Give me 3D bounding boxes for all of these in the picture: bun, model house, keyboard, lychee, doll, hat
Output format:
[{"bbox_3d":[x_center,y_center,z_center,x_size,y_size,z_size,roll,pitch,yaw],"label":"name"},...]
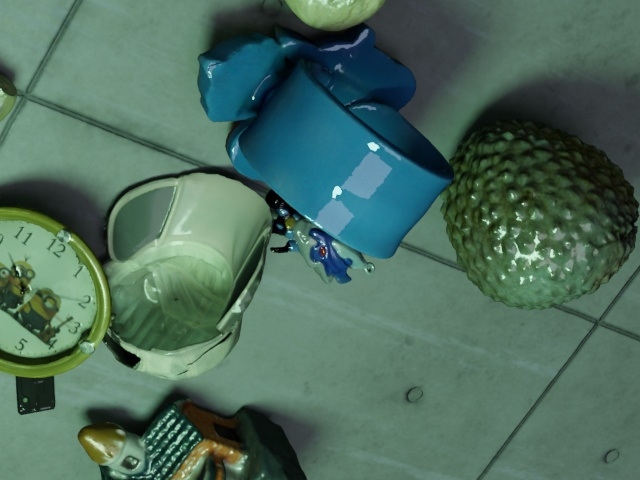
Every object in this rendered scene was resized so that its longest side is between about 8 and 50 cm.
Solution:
[{"bbox_3d":[0.025,-0.332,1.633,0.164,0.111,0.188,17,118,-28],"label":"bun"},{"bbox_3d":[-0.213,0.351,1.953,0.301,0.190,0.271,32,108,-35],"label":"model house"},{"bbox_3d":[-0.383,0.170,1.871,0.053,0.010,0.155,-7,125,-19],"label":"keyboard"},{"bbox_3d":[0.292,-0.037,1.860,0.255,0.255,0.274,-30,106,-1],"label":"lychee"},{"bbox_3d":[0.000,0.000,1.882,0.195,0.070,0.096,30,77,-32],"label":"doll"},{"bbox_3d":[-0.167,0.046,1.786,0.275,0.232,0.161,-61,161,4],"label":"hat"}]

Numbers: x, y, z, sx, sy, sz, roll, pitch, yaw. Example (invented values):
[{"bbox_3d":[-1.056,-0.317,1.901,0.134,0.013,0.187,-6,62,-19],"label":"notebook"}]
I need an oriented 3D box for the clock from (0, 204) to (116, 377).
[{"bbox_3d":[-0.368,0.059,1.737,0.237,0.057,0.237,4,113,10],"label":"clock"}]

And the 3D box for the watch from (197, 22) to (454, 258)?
[{"bbox_3d":[0.005,-0.128,1.661,0.305,0.274,0.241,23,112,-39],"label":"watch"}]

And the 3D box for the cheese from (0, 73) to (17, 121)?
[{"bbox_3d":[-0.442,-0.131,1.622,0.192,0.037,0.097,-42,130,20],"label":"cheese"}]
